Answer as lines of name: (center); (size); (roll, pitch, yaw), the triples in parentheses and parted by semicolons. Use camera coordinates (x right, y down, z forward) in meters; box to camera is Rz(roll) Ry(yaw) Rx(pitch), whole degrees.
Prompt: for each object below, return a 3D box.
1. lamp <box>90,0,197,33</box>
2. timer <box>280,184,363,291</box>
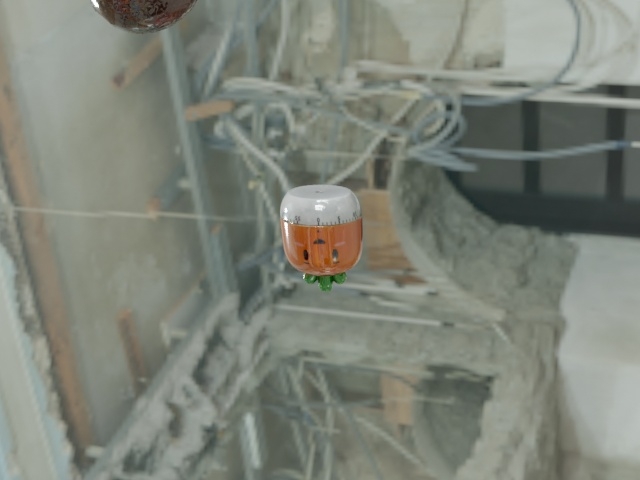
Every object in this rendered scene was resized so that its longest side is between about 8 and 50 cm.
lamp: (-0.243, -0.361, 1.655); (0.157, 0.156, 0.135); (-59, -34, -34)
timer: (0.000, 0.000, 1.427); (0.136, 0.099, 0.136); (-177, 90, -89)
